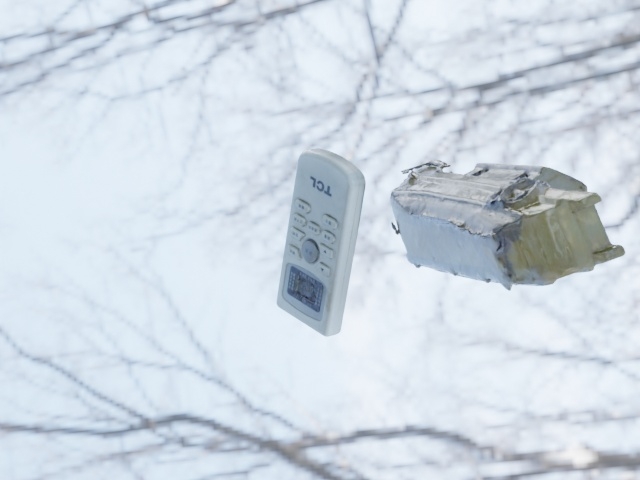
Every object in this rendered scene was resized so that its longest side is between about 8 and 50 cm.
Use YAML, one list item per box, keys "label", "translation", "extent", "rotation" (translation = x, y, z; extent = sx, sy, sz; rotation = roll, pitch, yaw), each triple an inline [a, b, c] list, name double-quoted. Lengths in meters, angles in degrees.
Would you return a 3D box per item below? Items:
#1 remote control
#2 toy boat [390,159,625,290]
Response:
- label: "remote control"
  translation: [0.000, 0.000, 1.840]
  extent: [0.029, 0.087, 0.190]
  rotation: [-13, -57, -42]
- label: "toy boat"
  translation: [0.212, -0.021, 2.015]
  extent: [0.162, 0.445, 0.136]
  rotation: [-27, -78, -13]
